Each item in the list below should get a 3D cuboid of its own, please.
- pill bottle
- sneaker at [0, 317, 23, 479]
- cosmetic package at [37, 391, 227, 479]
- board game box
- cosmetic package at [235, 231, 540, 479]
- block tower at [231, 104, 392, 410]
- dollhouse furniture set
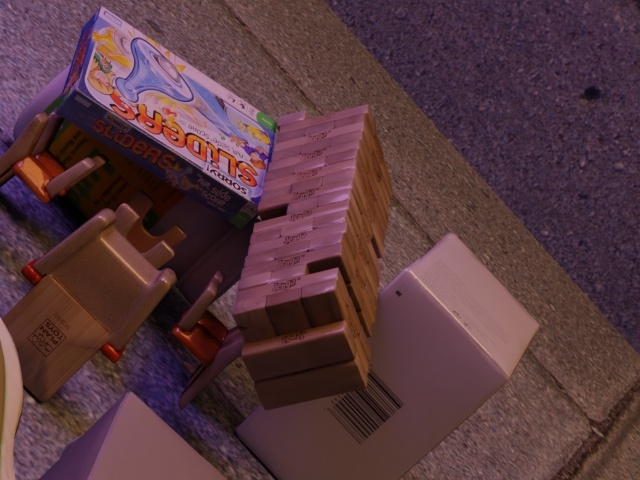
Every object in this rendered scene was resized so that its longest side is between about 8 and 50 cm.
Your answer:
[{"bbox_3d":[-0.160,-0.055,1.584,0.246,0.136,0.136,47,16,2],"label":"pill bottle"},{"bbox_3d":[-0.246,0.090,0.891,0.410,0.158,0.182,59,-7,44],"label":"sneaker"},{"bbox_3d":[-0.145,0.207,1.036,0.107,0.127,0.238,44,19,-7],"label":"cosmetic package"},{"bbox_3d":[-0.134,-0.110,1.511,0.201,0.035,0.136,32,35,-21],"label":"board game box"},{"bbox_3d":[0.070,0.128,1.568,0.138,0.224,0.224,47,17,2],"label":"cosmetic package"},{"bbox_3d":[0.000,0.000,1.458,0.335,0.097,0.091,-82,155,-56],"label":"block tower"},{"bbox_3d":[-0.188,0.036,1.394,0.262,0.135,0.259,45,5,-4],"label":"dollhouse furniture set"}]
